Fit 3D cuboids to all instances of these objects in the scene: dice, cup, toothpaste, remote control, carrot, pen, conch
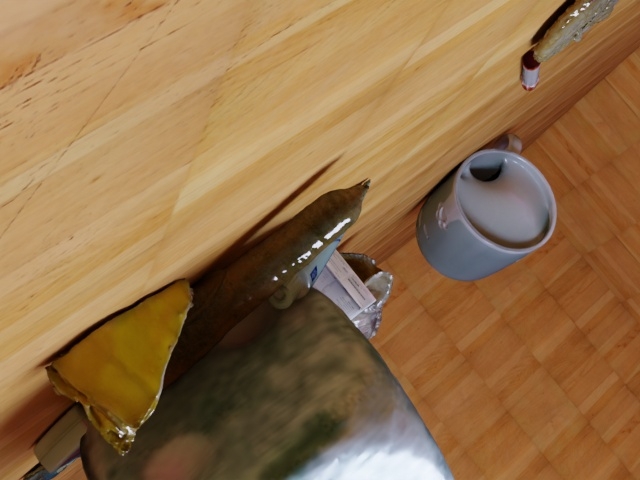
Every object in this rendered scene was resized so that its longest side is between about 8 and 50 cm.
[{"bbox_3d":[-0.057,0.279,1.073,0.348,0.328,0.330,-33,-145,-7],"label":"dice"},{"bbox_3d":[0.390,-0.088,2.193,0.274,0.259,0.357,-47,-159,60],"label":"cup"},{"bbox_3d":[0.000,0.000,1.113,0.075,0.048,0.297,-41,-174,30],"label":"toothpaste"},{"bbox_3d":[-0.244,0.205,1.281,0.145,0.050,0.344,-44,173,38],"label":"remote control"},{"bbox_3d":[-0.085,0.048,0.962,0.342,0.070,0.070,-40,174,12],"label":"carrot"},{"bbox_3d":[0.311,-0.248,1.349,0.028,0.028,0.239,-40,173,11],"label":"pen"},{"bbox_3d":[0.050,0.116,1.767,0.245,0.178,0.163,-45,176,36],"label":"conch"}]

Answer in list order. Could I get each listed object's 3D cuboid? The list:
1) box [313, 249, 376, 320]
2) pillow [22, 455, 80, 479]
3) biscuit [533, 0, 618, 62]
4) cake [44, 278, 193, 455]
[{"bbox_3d":[0.002,0.090,1.519,0.129,0.130,0.051,-43,171,38],"label":"box"},{"bbox_3d":[-0.343,0.299,1.461,0.255,0.034,0.189,-41,174,17],"label":"pillow"},{"bbox_3d":[0.356,-0.306,1.158,0.220,0.033,0.220,-40,173,-6],"label":"biscuit"},{"bbox_3d":[-0.157,0.113,0.854,0.080,0.116,0.185,-44,168,27],"label":"cake"}]
